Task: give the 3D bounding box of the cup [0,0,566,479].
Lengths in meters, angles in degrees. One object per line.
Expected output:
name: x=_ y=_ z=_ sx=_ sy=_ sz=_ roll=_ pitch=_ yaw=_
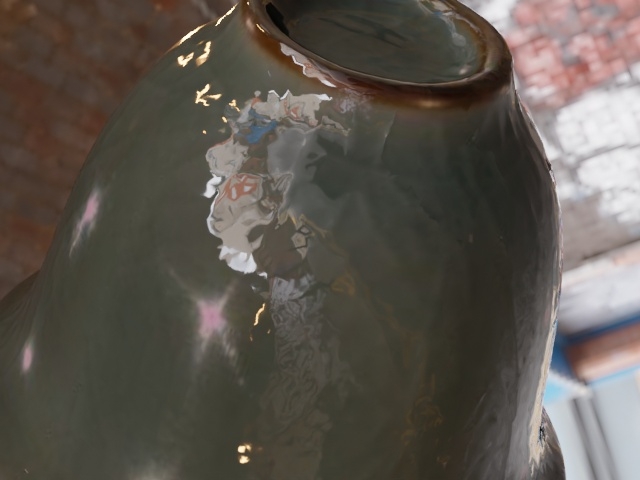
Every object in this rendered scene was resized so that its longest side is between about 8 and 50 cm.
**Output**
cup: x=0.000 y=0.000 z=0.509 sx=0.199 sy=0.199 sz=0.150 roll=-84 pitch=9 yaw=-57
